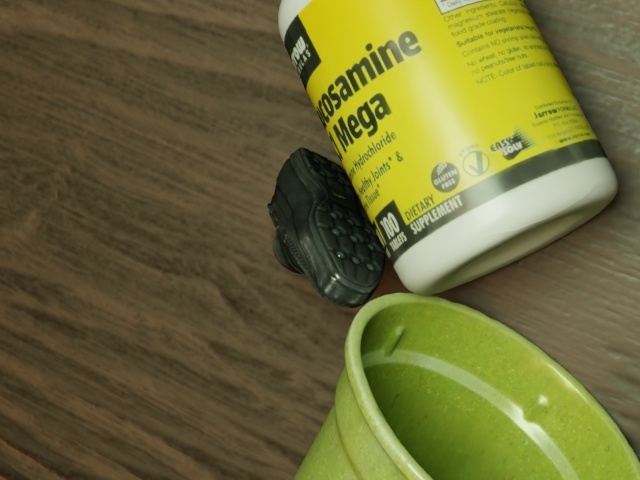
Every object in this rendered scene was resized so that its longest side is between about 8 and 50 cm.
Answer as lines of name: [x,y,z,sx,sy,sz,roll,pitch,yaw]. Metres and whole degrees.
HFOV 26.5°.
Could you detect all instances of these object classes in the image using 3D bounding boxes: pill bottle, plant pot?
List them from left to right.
plant pot: [0.075,0.226,1.074,0.276,0.276,0.254,45,119,18]
pill bottle: [0.082,-0.141,1.086,0.188,0.188,0.334,-31,78,22]

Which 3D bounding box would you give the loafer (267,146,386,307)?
loafer: [0.000,0.000,1.134,0.076,0.223,0.078,24,111,-22]
